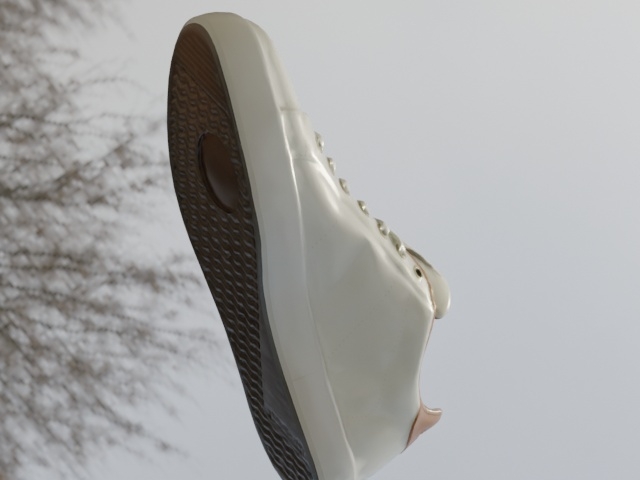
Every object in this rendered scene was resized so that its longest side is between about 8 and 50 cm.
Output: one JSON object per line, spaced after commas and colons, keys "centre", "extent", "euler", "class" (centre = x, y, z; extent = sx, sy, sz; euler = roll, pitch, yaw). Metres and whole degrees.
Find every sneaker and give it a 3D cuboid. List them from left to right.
{"centre": [0.000, 0.000, 0.706], "extent": [0.123, 0.290, 0.106], "euler": [-26, -152, -23], "class": "sneaker"}
